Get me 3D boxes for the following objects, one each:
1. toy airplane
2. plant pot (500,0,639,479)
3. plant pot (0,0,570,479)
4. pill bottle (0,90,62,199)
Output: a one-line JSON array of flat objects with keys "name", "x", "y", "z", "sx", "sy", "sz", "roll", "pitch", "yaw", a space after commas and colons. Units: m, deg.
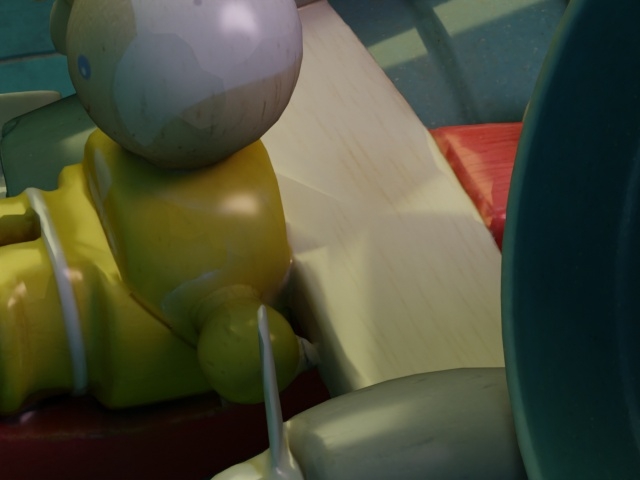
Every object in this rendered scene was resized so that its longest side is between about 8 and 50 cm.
[{"name": "toy airplane", "x": -0.002, "y": -0.014, "z": 0.576, "sx": 0.386, "sy": 0.272, "sz": 0.384, "roll": 12, "pitch": 53, "yaw": 28}, {"name": "plant pot", "x": 0.236, "y": 0.015, "z": 0.394, "sx": 0.255, "sy": 0.272, "sz": 0.271, "roll": 6, "pitch": -6, "yaw": -34}, {"name": "plant pot", "x": 0.000, "y": 0.000, "z": 0.871, "sx": 0.334, "sy": 0.341, "sz": 0.341, "roll": -18, "pitch": 4, "yaw": -7}, {"name": "pill bottle", "x": -0.233, "y": 0.037, "z": 1.042, "sx": 0.162, "sy": 0.279, "sz": 0.162, "roll": -9, "pitch": 2, "yaw": 0}]
